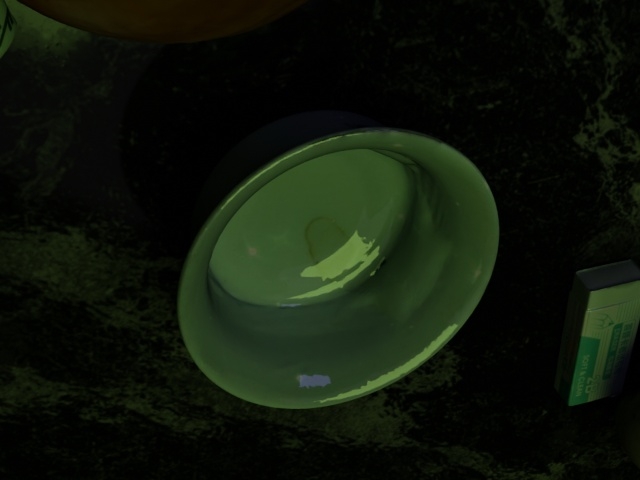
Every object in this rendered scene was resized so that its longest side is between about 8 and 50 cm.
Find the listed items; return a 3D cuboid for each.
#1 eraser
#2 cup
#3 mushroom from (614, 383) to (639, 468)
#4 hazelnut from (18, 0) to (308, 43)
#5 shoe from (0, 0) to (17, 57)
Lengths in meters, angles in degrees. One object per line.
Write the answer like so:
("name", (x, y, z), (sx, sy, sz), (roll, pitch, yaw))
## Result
("eraser", (0.400, 0.136, 1.373), (0.096, 0.052, 0.225), (-11, 128, -13))
("cup", (0.000, 0.000, 1.028), (0.347, 0.163, 0.347), (-12, 127, -16))
("mushroom", (0.584, 0.194, 1.382), (0.362, 0.294, 0.362), (-29, 166, -8))
("hazelnut", (-0.100, -0.310, 0.654), (0.372, 0.372, 0.315), (-57, 164, 20))
("shoe", (-0.312, -0.209, 0.755), (0.160, 0.131, 0.363), (4, 131, -28))
